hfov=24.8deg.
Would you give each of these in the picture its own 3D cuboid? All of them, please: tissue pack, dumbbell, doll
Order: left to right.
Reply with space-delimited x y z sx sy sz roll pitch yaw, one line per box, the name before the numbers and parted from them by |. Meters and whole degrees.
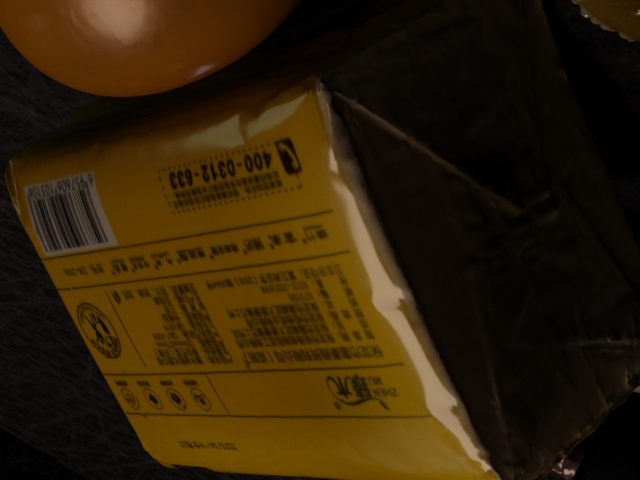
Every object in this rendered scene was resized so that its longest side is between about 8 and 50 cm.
doll | -0.117 -0.202 0.837 0.213 0.213 0.236 -5 127 50
tissue pack | 0.000 0.000 0.997 0.382 0.228 0.293 -7 112 52
dumbbell | 0.186 0.185 1.344 0.218 0.152 0.152 24 156 6

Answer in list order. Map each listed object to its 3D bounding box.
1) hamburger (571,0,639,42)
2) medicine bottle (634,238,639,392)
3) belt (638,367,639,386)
hamburger | 0.191 -0.175 0.651 0.189 0.122 0.215 37 152 -16
medicine bottle | 0.225 0.053 1.083 0.252 0.114 0.114 10 151 34
belt | 0.277 0.049 0.895 0.122 0.218 0.128 20 158 37
